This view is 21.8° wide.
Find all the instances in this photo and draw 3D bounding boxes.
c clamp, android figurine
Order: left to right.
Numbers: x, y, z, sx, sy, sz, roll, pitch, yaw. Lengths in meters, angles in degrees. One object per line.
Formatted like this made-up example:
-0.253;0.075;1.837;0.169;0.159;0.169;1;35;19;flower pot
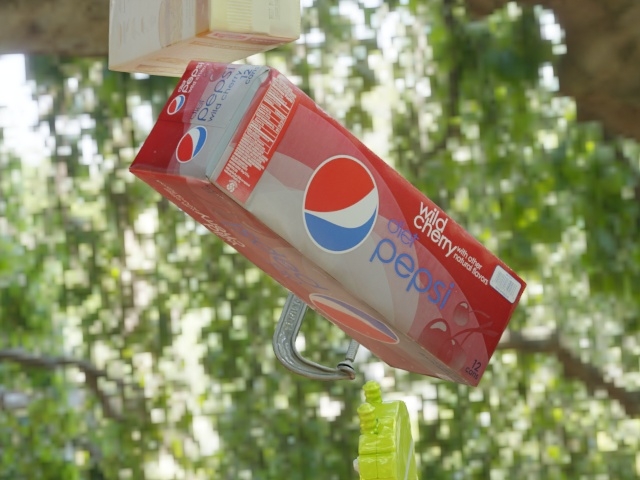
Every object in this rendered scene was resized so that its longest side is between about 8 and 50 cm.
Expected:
0.025;0.089;1.777;0.137;0.160;0.022;28;-34;-1;c clamp
0.079;0.297;1.902;0.056;0.273;0.248;-7;20;11;android figurine

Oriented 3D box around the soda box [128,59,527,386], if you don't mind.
0.010;-0.007;1.050;0.263;0.083;0.092;39;-18;-36;soda box

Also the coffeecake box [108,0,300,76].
-0.084;-0.198;1.157;0.068;0.142;0.185;3;-4;-28;coffeecake box
